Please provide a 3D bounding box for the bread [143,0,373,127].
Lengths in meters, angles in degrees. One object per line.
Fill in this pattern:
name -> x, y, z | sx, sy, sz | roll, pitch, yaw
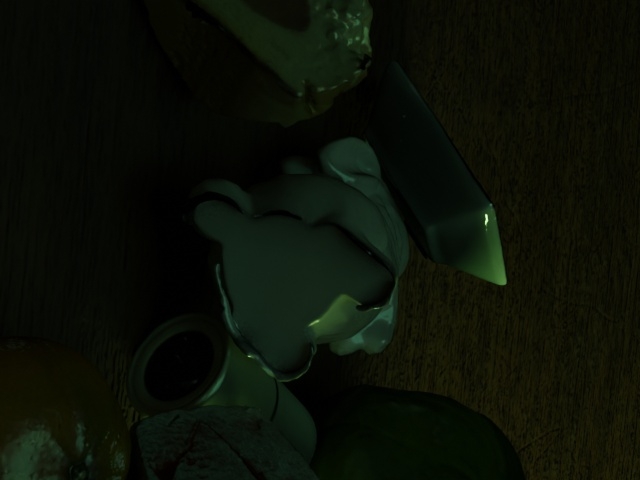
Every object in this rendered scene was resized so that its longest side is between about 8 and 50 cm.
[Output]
bread -> -0.044, -0.234, 1.740 | 0.183, 0.211, 0.224 | -46, 137, -27

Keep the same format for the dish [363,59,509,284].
dish -> 0.119, -0.064, 1.998 | 0.080, 0.243, 0.182 | -28, 147, -5

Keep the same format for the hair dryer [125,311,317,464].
hair dryer -> -0.163, 0.271, 1.794 | 0.362, 0.128, 0.203 | -56, 138, -16

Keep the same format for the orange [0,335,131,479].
orange -> -0.275, 0.205, 1.572 | 0.240, 0.171, 0.240 | -14, 108, -50

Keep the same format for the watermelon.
watermelon -> -0.131, 0.271, 1.678 | 0.213, 0.262, 0.201 | -6, 65, -37

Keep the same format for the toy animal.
toy animal -> 0.000, 0.000, 1.862 | 0.257, 0.194, 0.357 | 57, 18, -7

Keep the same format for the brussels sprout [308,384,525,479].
brussels sprout -> 0.090, 0.319, 1.982 | 0.354, 0.282, 0.289 | 85, 14, -57
